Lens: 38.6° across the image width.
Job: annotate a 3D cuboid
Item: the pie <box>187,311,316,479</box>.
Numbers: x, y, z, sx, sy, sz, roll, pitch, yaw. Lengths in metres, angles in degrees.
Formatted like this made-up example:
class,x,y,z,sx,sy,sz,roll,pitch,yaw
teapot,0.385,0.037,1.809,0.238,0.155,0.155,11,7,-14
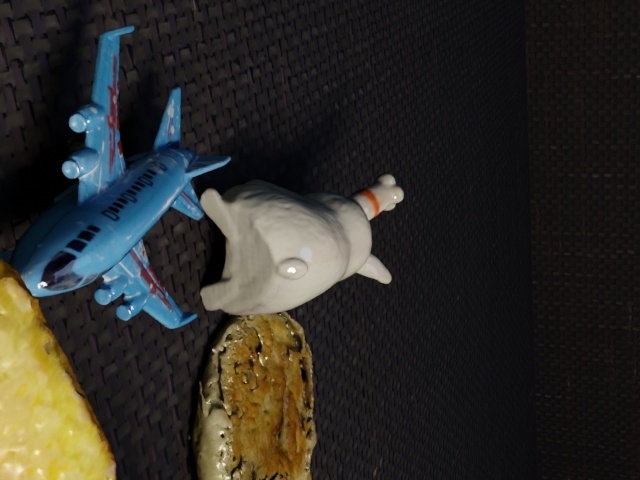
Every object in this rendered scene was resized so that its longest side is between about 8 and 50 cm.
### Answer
class,x,y,z,sx,sy,sz,roll,pitch,yaw
pie,-0.064,0.204,1.013,0.274,0.055,0.274,-3,90,-68

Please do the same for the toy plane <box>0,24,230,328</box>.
class,x,y,z,sx,sy,sz,roll,pitch,yaw
toy plane,-0.159,-0.026,0.701,0.271,0.105,0.254,-45,132,-56

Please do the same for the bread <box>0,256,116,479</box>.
class,x,y,z,sx,sy,sz,roll,pitch,yaw
bread,-0.229,0.113,0.455,0.268,0.146,0.268,5,83,-45

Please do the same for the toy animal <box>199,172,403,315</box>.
class,x,y,z,sx,sy,sz,roll,pitch,yaw
toy animal,-0.016,0.001,0.986,0.282,0.138,0.140,-19,107,-62
